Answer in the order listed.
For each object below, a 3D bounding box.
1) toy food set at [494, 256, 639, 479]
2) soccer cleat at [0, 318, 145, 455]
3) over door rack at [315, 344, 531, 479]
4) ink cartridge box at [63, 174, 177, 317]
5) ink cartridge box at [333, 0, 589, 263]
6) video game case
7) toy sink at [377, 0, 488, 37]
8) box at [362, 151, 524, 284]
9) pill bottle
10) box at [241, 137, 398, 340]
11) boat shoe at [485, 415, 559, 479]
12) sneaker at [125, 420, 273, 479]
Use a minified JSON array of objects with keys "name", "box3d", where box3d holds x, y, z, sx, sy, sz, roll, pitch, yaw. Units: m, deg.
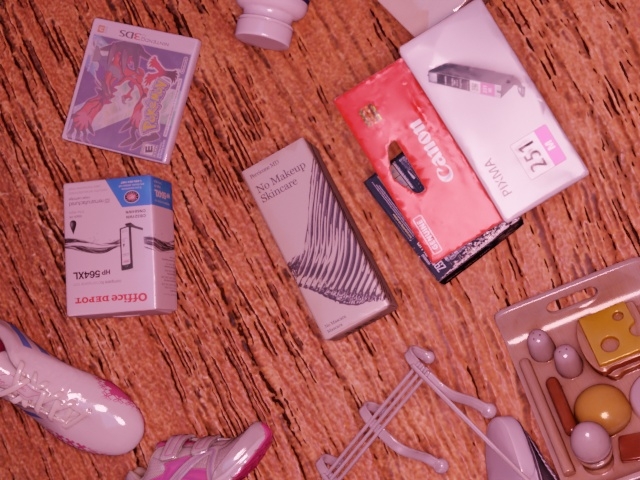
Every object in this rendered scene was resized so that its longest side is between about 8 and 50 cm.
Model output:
[{"name":"toy food set","box3d":[0.371,0.174,1.347,0.219,0.092,0.306,-23,47,9]},{"name":"soccer cleat","box3d":[-0.420,0.223,1.560,0.331,0.143,0.116,29,91,14]},{"name":"over door rack","box3d":[0.164,0.335,1.390,0.239,0.108,0.324,-54,55,20]},{"name":"ink cartridge box","box3d":[-0.302,0.013,1.583,0.148,0.086,0.203,-6,83,13]},{"name":"ink cartridge box","box3d":[0.181,-0.141,1.396,0.239,0.060,0.275,-32,88,8]},{"name":"video game case","box3d":[-0.296,-0.234,1.638,0.183,0.023,0.201,14,88,14]},{"name":"toy sink","box3d":[0.186,-0.402,1.469,0.153,0.131,0.234,46,107,8]},{"name":"box","box3d":[0.175,-0.052,1.480,0.147,0.077,0.180,-39,78,7]},{"name":"pill bottle","box3d":[-0.066,-0.383,1.553,0.112,0.112,0.187,12,87,14]},{"name":"box","box3d":[0.000,0.000,1.508,0.113,0.094,0.275,-30,79,9]},{"name":"boat shoe","box3d":[0.310,0.375,1.401,0.102,0.108,0.301,-10,67,-20]},{"name":"sneaker","box3d":[-0.186,0.325,1.516,0.252,0.103,0.111,-34,80,7]}]
